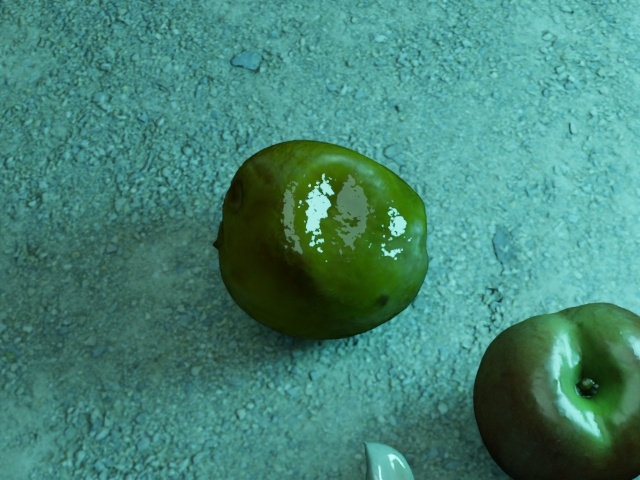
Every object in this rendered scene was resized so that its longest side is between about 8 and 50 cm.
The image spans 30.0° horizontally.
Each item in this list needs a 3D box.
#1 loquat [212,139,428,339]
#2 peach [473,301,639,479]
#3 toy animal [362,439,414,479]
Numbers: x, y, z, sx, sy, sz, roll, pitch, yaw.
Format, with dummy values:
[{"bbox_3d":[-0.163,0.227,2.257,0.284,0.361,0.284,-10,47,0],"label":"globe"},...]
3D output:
[{"bbox_3d":[0.000,0.000,1.612,0.284,0.276,0.276,5,58,-10],"label":"loquat"},{"bbox_3d":[0.311,0.198,1.462,0.252,0.252,0.252,-3,58,5],"label":"peach"},{"bbox_3d":[0.055,0.432,1.373,0.241,0.196,0.367,15,64,16],"label":"toy animal"}]
